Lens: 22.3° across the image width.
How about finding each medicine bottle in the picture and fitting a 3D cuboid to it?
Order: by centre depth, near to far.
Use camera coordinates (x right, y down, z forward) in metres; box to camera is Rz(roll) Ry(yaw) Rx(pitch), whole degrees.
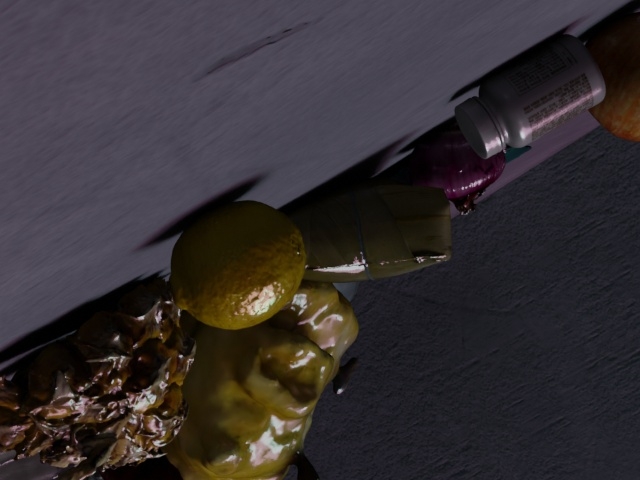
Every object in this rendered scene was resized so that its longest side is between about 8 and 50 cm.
[{"bbox_3d":[0.210,-0.142,1.640,0.140,0.079,0.079,-31,176,-8],"label":"medicine bottle"}]

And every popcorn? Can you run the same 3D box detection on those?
[{"bbox_3d":[-0.091,0.153,1.923,0.297,0.281,0.316,-62,-172,5],"label":"popcorn"}]

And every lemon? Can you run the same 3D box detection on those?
[{"bbox_3d":[-0.073,0.022,1.404,0.133,0.109,0.109,-23,174,-16],"label":"lemon"}]

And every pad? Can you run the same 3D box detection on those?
[{"bbox_3d":[-0.379,0.267,2.119,0.174,0.022,0.233,-18,152,-27],"label":"pad"}]

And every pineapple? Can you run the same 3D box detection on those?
[{"bbox_3d":[-0.193,0.141,1.593,0.161,0.158,0.334,-34,174,35],"label":"pineapple"}]

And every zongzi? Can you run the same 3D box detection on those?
[{"bbox_3d":[0.000,0.000,1.795,0.256,0.115,0.228,-14,-176,-12],"label":"zongzi"}]

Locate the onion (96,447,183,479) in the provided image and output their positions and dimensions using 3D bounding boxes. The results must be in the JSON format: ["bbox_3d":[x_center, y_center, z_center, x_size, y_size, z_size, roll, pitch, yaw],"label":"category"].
[{"bbox_3d":[-0.173,0.226,2.154,0.273,0.273,0.285,-29,153,-22],"label":"onion"}]

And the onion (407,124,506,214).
[{"bbox_3d":[0.156,-0.080,1.845,0.115,0.104,0.115,-16,-175,1],"label":"onion"}]

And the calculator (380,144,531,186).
[{"bbox_3d":[0.138,-0.078,2.037,0.274,0.058,0.248,-32,175,15],"label":"calculator"}]

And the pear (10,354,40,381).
[{"bbox_3d":[-0.273,0.167,1.703,0.107,0.107,0.131,-32,-175,13],"label":"pear"}]

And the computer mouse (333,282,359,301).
[{"bbox_3d":[-0.038,0.076,2.241,0.188,0.122,0.371,-30,172,-14],"label":"computer mouse"}]

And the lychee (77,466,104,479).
[{"bbox_3d":[-0.252,0.311,2.436,0.300,0.300,0.300,-31,176,-3],"label":"lychee"}]

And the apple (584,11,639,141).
[{"bbox_3d":[0.354,-0.182,1.785,0.146,0.146,0.131,-27,156,-46],"label":"apple"}]
